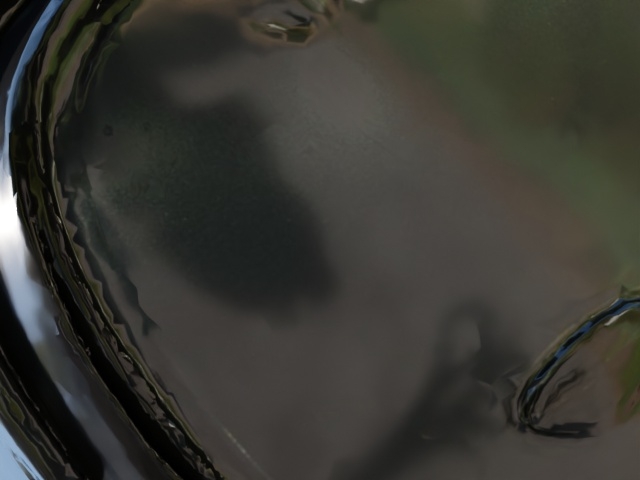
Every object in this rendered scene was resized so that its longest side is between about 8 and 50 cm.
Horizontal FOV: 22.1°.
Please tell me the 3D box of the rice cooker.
[{"bbox_3d":[0.000,0.000,0.514,0.267,0.224,0.267,3,-100,-17],"label":"rice cooker"}]
